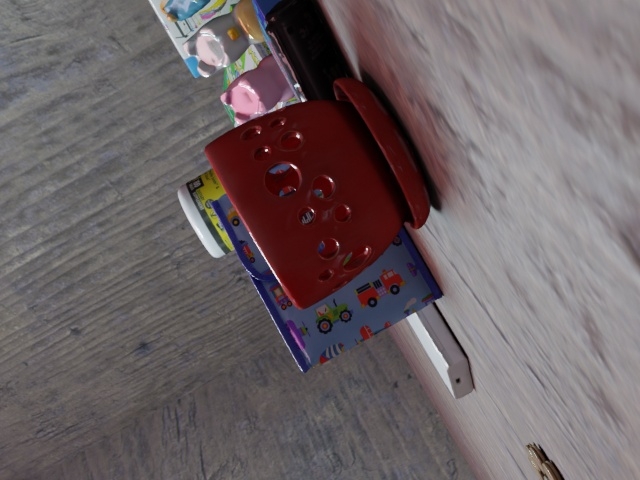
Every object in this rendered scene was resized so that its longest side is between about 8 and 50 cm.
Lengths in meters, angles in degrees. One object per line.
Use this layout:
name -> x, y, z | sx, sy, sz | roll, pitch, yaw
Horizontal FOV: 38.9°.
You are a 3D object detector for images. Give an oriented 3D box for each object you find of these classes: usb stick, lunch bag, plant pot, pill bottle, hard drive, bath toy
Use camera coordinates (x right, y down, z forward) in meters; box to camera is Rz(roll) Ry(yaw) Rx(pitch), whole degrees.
usb stick -> 0.019, -0.136, 1.005 | 0.077, 0.045, 0.278 | -53, -55, -43
lunch bag -> 0.000, 0.000, 1.287 | 0.293, 0.221, 0.138 | 61, 179, -3
plant pot -> 0.005, -0.051, 0.899 | 0.191, 0.174, 0.191 | 62, 179, 2
pill bottle -> -0.141, -0.117, 2.074 | 0.188, 0.334, 0.188 | 61, 179, 2
hard drive -> 0.157, 0.103, 1.513 | 0.307, 0.040, 0.203 | 60, 179, 27
bath toy -> -0.090, -0.265, 1.431 | 0.348, 0.151, 0.129 | 59, -142, -16

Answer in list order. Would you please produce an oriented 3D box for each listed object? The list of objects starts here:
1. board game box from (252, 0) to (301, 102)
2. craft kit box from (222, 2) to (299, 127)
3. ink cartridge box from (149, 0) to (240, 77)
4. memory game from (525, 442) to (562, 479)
board game box -> -0.026, -0.231, 1.161 | 0.160, 0.047, 0.210 | 61, 180, 6
craft kit box -> -0.109, -0.267, 1.678 | 0.250, 0.061, 0.247 | 60, 152, 31
ink cartridge box -> -0.237, -0.471, 1.713 | 0.168, 0.171, 0.233 | 60, 179, 40
memory game -> 0.302, 0.329, 1.105 | 0.186, 0.012, 0.186 | 61, 179, 2
